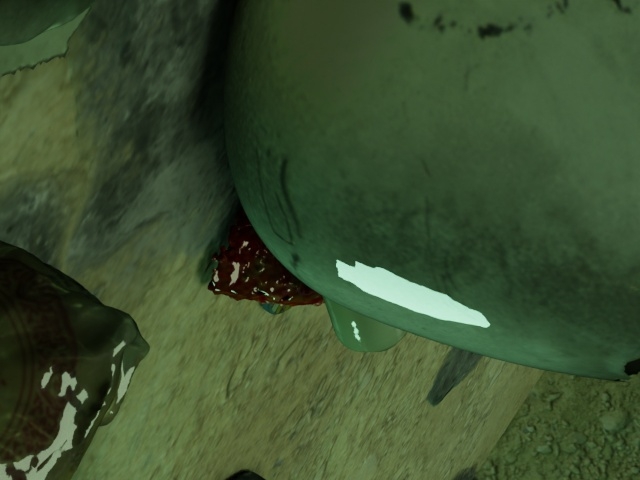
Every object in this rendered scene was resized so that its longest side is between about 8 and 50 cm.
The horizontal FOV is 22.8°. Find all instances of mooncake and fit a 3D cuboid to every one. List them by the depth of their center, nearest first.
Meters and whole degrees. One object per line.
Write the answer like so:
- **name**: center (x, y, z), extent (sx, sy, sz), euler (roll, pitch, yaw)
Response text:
- **mooncake**: center (-0.155, 0.065, 0.700), extent (0.130, 0.125, 0.073), euler (-61, 154, -6)

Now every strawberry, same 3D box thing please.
- **strawberry**: center (0.004, -0.009, 1.146), extent (0.140, 0.085, 0.192), euler (-63, 160, 8)

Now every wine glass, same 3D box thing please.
- **wine glass**: center (0.023, -0.088, 0.625), extent (0.238, 0.323, 0.238), euler (-51, 160, -26)

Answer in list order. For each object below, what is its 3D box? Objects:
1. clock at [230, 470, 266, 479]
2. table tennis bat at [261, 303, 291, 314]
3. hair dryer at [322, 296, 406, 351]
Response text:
- **clock**: center (-0.122, 0.370, 1.476), extent (0.325, 0.067, 0.325), euler (-53, 163, -23)
- **table tennis bat**: center (0.000, 0.000, 1.280), extent (0.155, 0.019, 0.100), euler (-45, 157, -38)
- **hair dryer**: center (0.040, -0.072, 1.042), extent (0.298, 0.119, 0.296), euler (-47, 142, -52)
